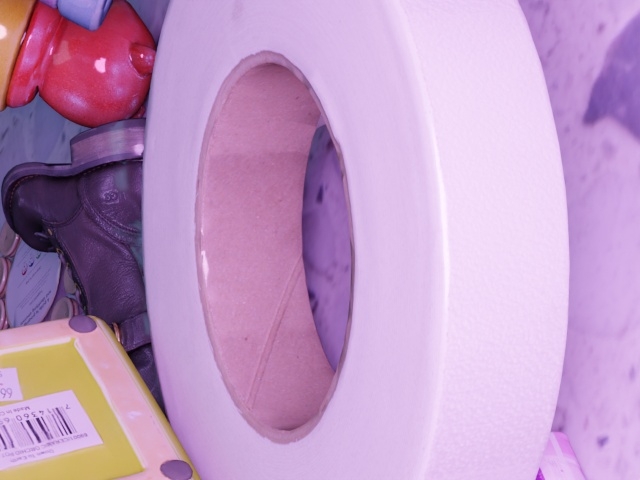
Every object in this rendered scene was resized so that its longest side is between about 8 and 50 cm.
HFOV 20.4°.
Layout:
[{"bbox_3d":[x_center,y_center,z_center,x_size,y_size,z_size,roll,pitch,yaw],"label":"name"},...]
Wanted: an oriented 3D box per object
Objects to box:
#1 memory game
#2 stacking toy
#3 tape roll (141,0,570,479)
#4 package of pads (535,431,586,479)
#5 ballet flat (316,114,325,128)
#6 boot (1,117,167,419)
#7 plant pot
[{"bbox_3d":[-0.228,0.028,1.443,0.186,0.012,0.186,-28,55,48],"label":"memory game"},{"bbox_3d":[-0.146,-0.236,1.268,0.309,0.130,0.280,122,167,-68],"label":"stacking toy"},{"bbox_3d":[0.000,0.000,0.950,0.392,0.072,0.392,178,90,-65],"label":"tape roll"},{"bbox_3d":[0.110,0.137,0.859,0.050,0.032,0.083,-57,35,32],"label":"package of pads"},{"bbox_3d":[-0.031,-0.097,1.139,0.231,0.077,0.077,-23,70,50],"label":"ballet flat"},{"bbox_3d":[-0.153,0.050,1.247,0.263,0.091,0.229,-26,67,60],"label":"boot"},{"bbox_3d":[-0.184,0.182,1.038,0.227,0.228,0.207,53,143,44],"label":"plant pot"}]
